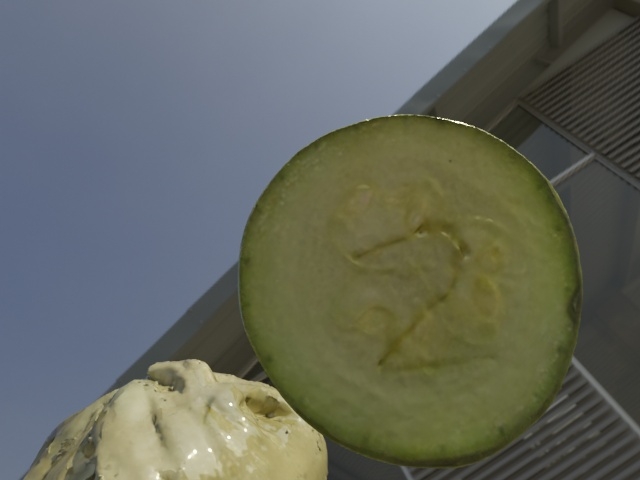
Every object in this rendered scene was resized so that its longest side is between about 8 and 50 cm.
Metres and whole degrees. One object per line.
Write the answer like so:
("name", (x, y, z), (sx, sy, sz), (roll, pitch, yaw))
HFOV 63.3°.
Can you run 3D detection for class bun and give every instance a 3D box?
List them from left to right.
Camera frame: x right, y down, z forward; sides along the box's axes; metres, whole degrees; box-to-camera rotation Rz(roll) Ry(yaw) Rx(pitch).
("bun", (-0.163, 0.265, 0.535), (0.326, 0.234, 0.362), (-40, -7, 7))

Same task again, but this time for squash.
("squash", (0.066, 0.026, 0.375), (0.252, 0.252, 0.049), (-24, -4, -11))
